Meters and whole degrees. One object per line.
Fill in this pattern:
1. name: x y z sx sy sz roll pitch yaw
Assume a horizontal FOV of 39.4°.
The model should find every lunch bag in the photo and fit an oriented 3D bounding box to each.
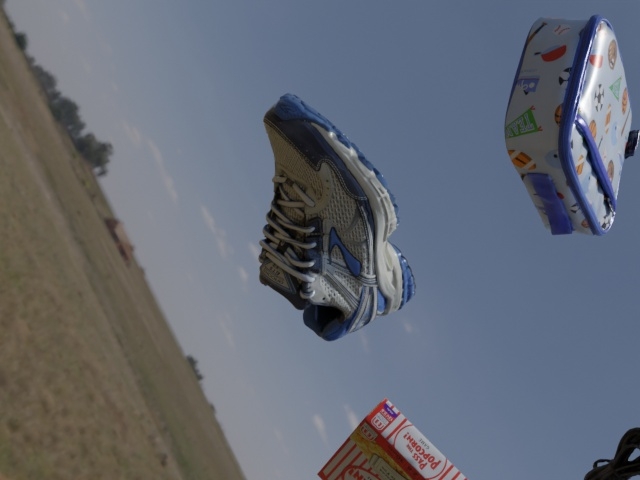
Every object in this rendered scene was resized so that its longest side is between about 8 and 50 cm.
1. lunch bag: 0.351 -0.143 1.233 0.115 0.243 0.303 4 -23 31

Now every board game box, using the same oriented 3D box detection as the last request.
1. board game box: 0.087 0.298 1.113 0.147 0.045 0.193 44 -37 13

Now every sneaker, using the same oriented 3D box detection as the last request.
1. sneaker: 0.000 0.000 0.371 0.052 0.058 0.135 43 -14 41

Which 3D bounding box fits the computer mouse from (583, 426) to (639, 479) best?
1. computer mouse: 0.482 0.383 1.179 0.272 0.072 0.188 36 -41 14
